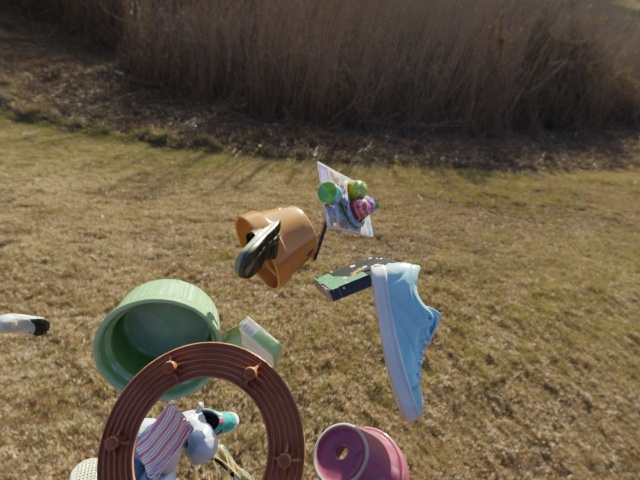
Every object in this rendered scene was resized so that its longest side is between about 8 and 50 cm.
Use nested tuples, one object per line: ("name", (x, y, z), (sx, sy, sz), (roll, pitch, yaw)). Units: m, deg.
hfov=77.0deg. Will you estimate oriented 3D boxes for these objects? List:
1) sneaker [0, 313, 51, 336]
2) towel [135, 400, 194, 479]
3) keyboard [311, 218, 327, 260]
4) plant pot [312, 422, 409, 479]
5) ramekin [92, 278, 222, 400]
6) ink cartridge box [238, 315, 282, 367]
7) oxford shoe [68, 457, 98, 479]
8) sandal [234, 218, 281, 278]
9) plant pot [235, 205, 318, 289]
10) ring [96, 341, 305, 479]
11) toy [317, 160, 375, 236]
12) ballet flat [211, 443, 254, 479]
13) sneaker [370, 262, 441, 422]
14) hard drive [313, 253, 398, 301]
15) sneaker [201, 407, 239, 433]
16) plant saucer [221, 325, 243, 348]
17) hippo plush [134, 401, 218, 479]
("sneaker", (-1.229, 0.343, 1.662), (0.086, 0.237, 0.085), (18, 78, 19))
("towel", (-0.412, 0.510, 1.046), (0.197, 0.029, 0.144), (2, 49, 55))
("keyboard", (0.000, 0.000, 1.641), (0.023, 0.108, 0.180), (20, 81, -4))
("plant pot", (0.077, 0.505, 0.897), (0.201, 0.180, 0.201), (-19, 41, 17))
("ramekin", (-0.408, 0.250, 1.055), (0.304, 0.303, 0.148), (6, 20, -13))
("ink cartridge box", (-0.222, 0.401, 1.504), (0.171, 0.235, 0.056), (35, 59, 19))
("oxford shoe", (-0.666, 0.902, 1.335), (0.449, 0.130, 0.169), (26, 30, 18))
("sandal", (-0.179, 0.009, 1.128), (0.086, 0.120, 0.303), (13, 18, 11))
("plant pot", (-0.147, 0.004, 1.446), (0.204, 0.290, 0.291), (-29, 57, -25))
("ring", (-0.192, 0.328, 0.629), (0.337, 0.032, 0.336), (-2, 69, 4))
("toy", (0.076, -0.086, 0.877), (0.237, 0.056, 0.136), (7, 71, -58))
("ballet flat", (-0.337, 0.888, 1.534), (0.232, 0.080, 0.073), (43, 43, 11))
("sneaker", (0.214, 0.220, 0.933), (0.150, 0.135, 0.365), (-10, 74, 6))
("hard drive", (0.161, 0.163, 1.817), (0.339, 0.064, 0.237), (-20, 12, -15))
("sneaker", (-0.523, 0.813, 1.739), (0.296, 0.178, 0.123), (-22, 57, 7))
("plant saucer", (-0.378, 0.498, 1.796), (0.241, 0.037, 0.240), (-17, 48, 20))
("hippo plush", (-0.456, 0.634, 1.229), (0.294, 0.234, 0.237), (28, 12, 35))
